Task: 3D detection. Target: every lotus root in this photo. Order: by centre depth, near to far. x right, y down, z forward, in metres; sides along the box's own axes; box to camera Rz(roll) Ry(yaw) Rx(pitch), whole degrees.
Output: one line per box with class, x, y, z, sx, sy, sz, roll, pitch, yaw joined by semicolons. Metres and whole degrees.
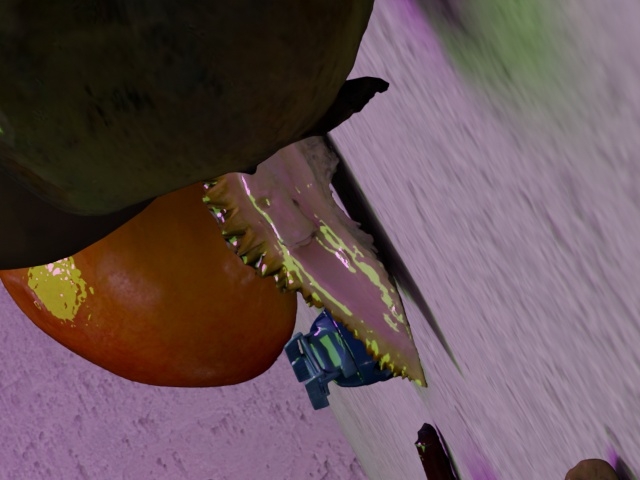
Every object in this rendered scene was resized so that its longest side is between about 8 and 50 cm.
lotus root;-0.087;-0.138;0.413;0.275;0.160;0.152;63;-175;-11

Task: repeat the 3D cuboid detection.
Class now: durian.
durian;-0.011;0.002;0.859;0.224;0.078;0.140;61;175;29

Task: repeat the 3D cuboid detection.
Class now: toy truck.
toy truck;0.018;0.080;1.032;0.063;0.074;0.136;60;176;16

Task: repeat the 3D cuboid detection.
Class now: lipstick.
lipstick;0.098;0.195;1.142;0.027;0.027;0.176;58;172;41

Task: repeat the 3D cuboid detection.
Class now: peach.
peach;-0.174;0.016;1.533;0.289;0.289;0.308;86;161;-79

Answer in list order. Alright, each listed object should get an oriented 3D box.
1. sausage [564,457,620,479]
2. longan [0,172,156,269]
sausage;0.109;0.118;0.576;0.024;0.024;0.132;58;174;38
longan;-0.270;-0.154;1.156;0.404;0.336;0.404;49;174;7
